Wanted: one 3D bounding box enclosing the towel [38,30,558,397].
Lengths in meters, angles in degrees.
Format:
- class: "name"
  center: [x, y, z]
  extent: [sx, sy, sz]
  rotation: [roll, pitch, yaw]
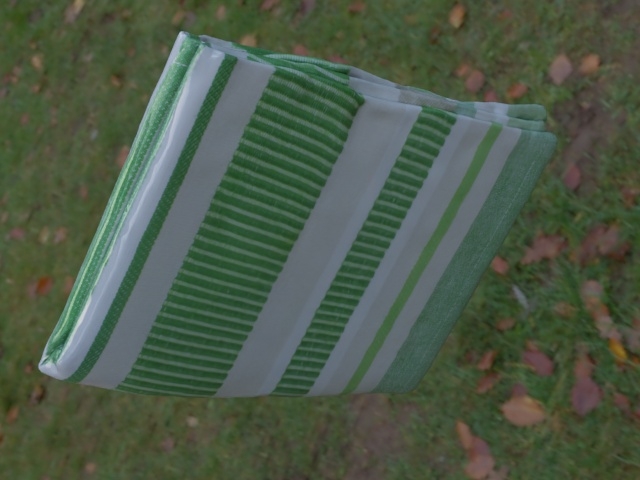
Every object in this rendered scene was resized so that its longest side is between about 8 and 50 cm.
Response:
- class: "towel"
  center: [0.000, 0.000, 0.760]
  extent: [0.038, 0.325, 0.248]
  rotation: [45, 117, 39]
